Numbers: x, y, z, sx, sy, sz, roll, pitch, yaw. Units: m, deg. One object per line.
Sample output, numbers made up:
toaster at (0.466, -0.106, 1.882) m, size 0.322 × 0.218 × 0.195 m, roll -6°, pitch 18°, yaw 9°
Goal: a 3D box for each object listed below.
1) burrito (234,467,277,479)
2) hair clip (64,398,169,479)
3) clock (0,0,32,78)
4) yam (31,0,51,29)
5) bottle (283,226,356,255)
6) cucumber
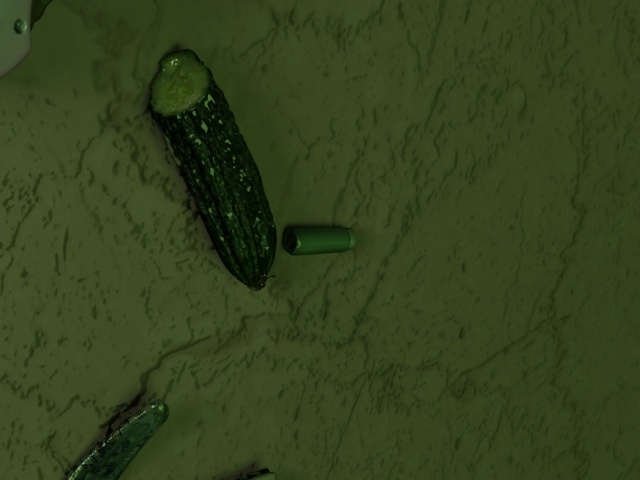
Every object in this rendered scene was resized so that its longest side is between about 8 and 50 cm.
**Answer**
burrito at (-0.165, 0.347, 1.401) m, size 0.309 × 0.066 × 0.096 m, roll -25°, pitch 120°, yaw -31°
hair clip at (-0.232, 0.255, 1.332) m, size 0.066 × 0.036 × 0.229 m, roll 34°, pitch 92°, yaw -37°
clock at (-0.311, -0.250, 0.852) m, size 0.338 × 0.102 × 0.338 m, roll -22°, pitch 117°, yaw -51°
yam at (-0.272, -0.220, 1.063) m, size 0.107 × 0.107 × 0.194 m, roll 39°, pitch 83°, yaw -40°
bottle at (0.000, 0.000, 1.411) m, size 0.083 × 0.030 × 0.030 m, roll -3°, pitch 109°, yaw -37°
cucumber at (-0.097, -0.063, 1.288) m, size 0.077 × 0.077 × 0.265 m, roll -38°, pitch 129°, yaw -19°
